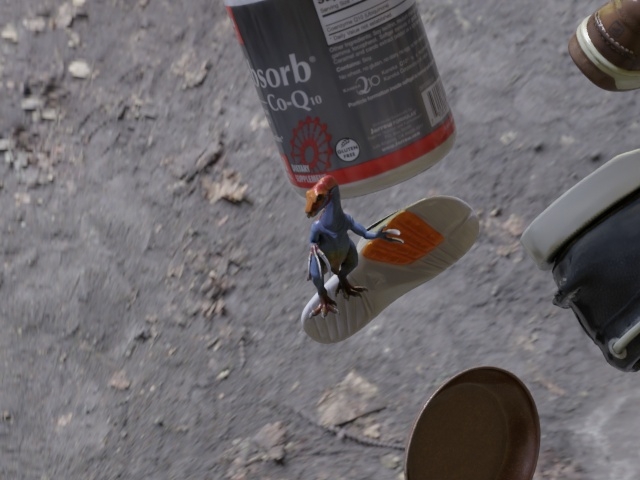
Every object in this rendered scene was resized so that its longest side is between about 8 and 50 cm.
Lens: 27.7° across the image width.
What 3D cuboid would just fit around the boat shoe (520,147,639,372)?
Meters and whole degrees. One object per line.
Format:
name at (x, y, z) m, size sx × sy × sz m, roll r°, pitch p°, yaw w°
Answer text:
boat shoe at (0.220, -0.042, 0.577) m, size 0.114 × 0.302 × 0.091 m, roll -19°, pitch 72°, yaw -41°

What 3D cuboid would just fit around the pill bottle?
pill bottle at (0.009, -0.246, 1.489) m, size 0.210 × 0.210 × 0.363 m, roll -27°, pitch 109°, yaw -19°

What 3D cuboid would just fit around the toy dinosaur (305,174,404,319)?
toy dinosaur at (0.000, 0.000, 0.692) m, size 0.047 × 0.090 × 0.082 m, roll -25°, pitch 117°, yaw -28°

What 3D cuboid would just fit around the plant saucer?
plant saucer at (0.162, 0.233, 1.442) m, size 0.198 × 0.036 × 0.198 m, roll -6°, pitch 101°, yaw -34°

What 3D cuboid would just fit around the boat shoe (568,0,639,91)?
boat shoe at (0.322, -0.196, 1.093) m, size 0.257 × 0.095 × 0.095 m, roll -27°, pitch 70°, yaw -39°

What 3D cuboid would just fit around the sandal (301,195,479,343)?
sandal at (0.078, 0.025, 1.665) m, size 0.265 × 0.076 × 0.102 m, roll -37°, pitch 112°, yaw 9°
